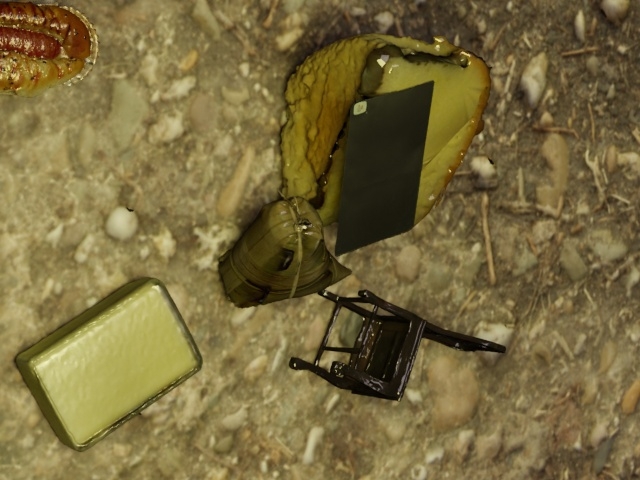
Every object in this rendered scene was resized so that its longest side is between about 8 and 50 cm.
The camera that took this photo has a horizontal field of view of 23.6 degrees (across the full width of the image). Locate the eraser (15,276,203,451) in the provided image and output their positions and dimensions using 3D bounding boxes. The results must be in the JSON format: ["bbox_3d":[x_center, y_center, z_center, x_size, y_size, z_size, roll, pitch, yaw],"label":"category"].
[{"bbox_3d":[-0.221,0.129,1.623,0.172,0.058,0.117,-35,108,-25],"label":"eraser"}]

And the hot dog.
[{"bbox_3d":[-0.316,-0.194,1.560,0.192,0.053,0.099,-6,99,-28],"label":"hot dog"}]

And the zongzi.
[{"bbox_3d":[0.000,0.000,1.686,0.178,0.189,0.081,-4,62,-33],"label":"zongzi"}]

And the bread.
[{"bbox_3d":[0.072,-0.136,1.732,0.204,0.162,0.262,7,130,-32],"label":"bread"}]

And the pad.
[{"bbox_3d":[0.068,-0.076,1.652,0.116,0.004,0.193,-19,130,-32],"label":"pad"}]

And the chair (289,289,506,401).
[{"bbox_3d":[0.097,0.137,1.784,0.229,0.106,0.113,25,78,-28],"label":"chair"}]
